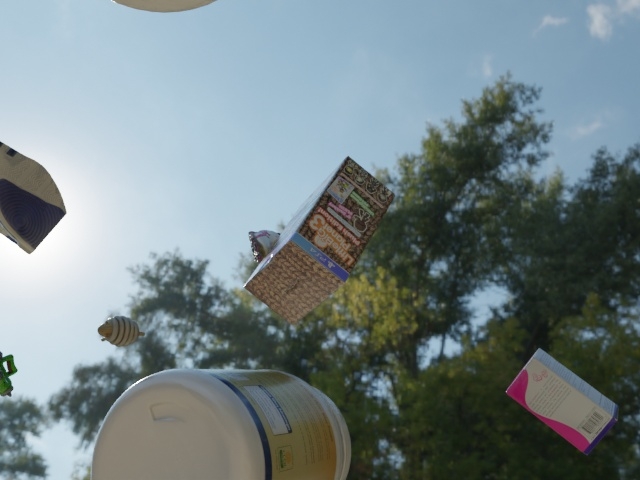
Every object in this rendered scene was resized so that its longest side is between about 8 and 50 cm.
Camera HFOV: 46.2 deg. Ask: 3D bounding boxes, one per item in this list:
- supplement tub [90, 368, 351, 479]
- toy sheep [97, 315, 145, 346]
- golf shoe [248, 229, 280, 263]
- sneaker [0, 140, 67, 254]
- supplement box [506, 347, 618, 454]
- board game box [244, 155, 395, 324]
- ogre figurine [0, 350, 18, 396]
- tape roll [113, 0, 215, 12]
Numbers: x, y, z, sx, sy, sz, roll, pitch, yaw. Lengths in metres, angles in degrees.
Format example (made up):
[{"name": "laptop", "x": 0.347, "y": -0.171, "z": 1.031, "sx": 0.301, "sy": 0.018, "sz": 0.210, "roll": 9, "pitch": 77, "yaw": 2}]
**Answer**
[{"name": "supplement tub", "x": -0.108, "y": 0.280, "z": 0.966, "sx": 0.228, "sy": 0.228, "sz": 0.316, "roll": -13, "pitch": -14, "yaw": 23}, {"name": "toy sheep", "x": -0.523, "y": 0.239, "z": 1.974, "sx": 0.132, "sy": 0.091, "sz": 0.091, "roll": 9, "pitch": -31, "yaw": -43}, {"name": "golf shoe", "x": -0.126, "y": 0.005, "z": 1.787, "sx": 0.086, "sy": 0.186, "sz": 0.067, "roll": -12, "pitch": -77, "yaw": -5}, {"name": "sneaker", "x": -0.609, "y": -0.118, "z": 1.339, "sx": 0.182, "sy": 0.127, "sz": 0.315, "roll": -11, "pitch": -54, "yaw": 51}, {"name": "supplement box", "x": 0.554, "y": 0.364, "z": 1.721, "sx": 0.220, "sy": 0.114, "sz": 0.111, "roll": 38, "pitch": -72, "yaw": 15}, {"name": "board game box", "x": 0.000, "y": 0.000, "z": 1.630, "sx": 0.141, "sy": 0.291, "sz": 0.232, "roll": 38, "pitch": -39, "yaw": -7}, {"name": "ogre figurine", "x": -0.688, "y": 0.254, "z": 1.553, "sx": 0.197, "sy": 0.097, "sz": 0.118, "roll": 11, "pitch": -47, "yaw": 31}, {"name": "tape roll", "x": -0.232, "y": -0.466, "z": 1.075, "sx": 0.286, "sy": 0.100, "sz": 0.286, "roll": -5, "pitch": -29, "yaw": -3}]
